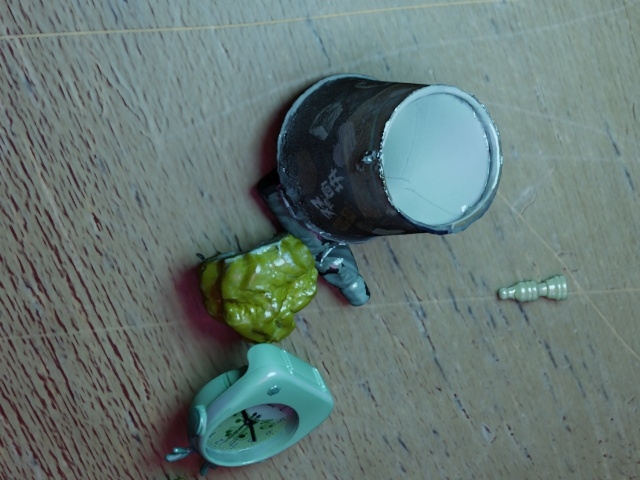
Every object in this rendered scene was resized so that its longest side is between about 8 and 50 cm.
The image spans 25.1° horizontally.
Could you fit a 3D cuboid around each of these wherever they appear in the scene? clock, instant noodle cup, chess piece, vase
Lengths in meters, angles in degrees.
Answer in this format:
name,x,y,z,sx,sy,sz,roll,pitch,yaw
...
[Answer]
name,x,y,z,sx,sy,sz,roll,pitch,yaw
clock,-0.100,0.225,1.823,0.211,0.066,0.159,-36,141,13
instant noodle cup,0.087,-0.096,1.707,0.217,0.207,0.217,-2,94,-31
chess piece,0.284,0.068,1.932,0.092,0.035,0.035,-6,107,-10
vase,0.000,0.000,1.818,0.060,0.060,0.211,-37,112,-3

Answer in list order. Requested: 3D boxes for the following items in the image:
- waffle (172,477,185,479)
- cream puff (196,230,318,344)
name,x,y,z,sx,sy,sz,roll,pitch,yaw
waffle,-0.204,0.492,1.887,0.224,0.098,0.327,37,92,-23
cream puff,-0.073,0.064,1.774,0.156,0.121,0.156,0,116,0
